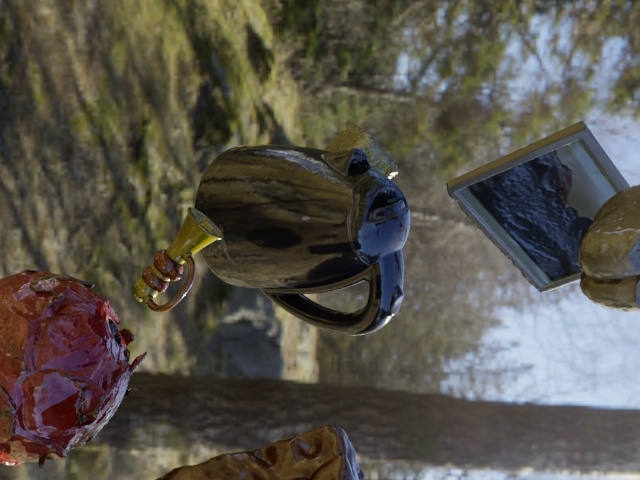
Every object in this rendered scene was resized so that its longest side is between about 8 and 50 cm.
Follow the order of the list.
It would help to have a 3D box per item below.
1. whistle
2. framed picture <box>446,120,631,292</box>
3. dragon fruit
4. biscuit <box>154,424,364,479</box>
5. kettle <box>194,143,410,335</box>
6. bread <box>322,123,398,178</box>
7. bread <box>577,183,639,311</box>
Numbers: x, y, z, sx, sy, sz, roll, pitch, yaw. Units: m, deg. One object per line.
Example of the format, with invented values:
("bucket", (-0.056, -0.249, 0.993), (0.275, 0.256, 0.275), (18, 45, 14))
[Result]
("whistle", (-0.141, 0.027, 1.003), (0.109, 0.057, 0.046), (-52, 167, 8))
("framed picture", (0.306, -0.032, 1.286), (0.265, 0.192, 0.018), (41, 38, -37))
("dragon fruit", (-0.352, 0.152, 1.205), (0.252, 0.241, 0.241), (-45, 174, -7))
("biscuit", (-0.077, 0.422, 1.056), (0.166, 0.343, 0.395), (70, 6, -52))
("kettle", (0.000, 0.000, 1.397), (0.207, 0.290, 0.268), (-25, 112, -46))
("bread", (0.059, -0.145, 1.920), (0.102, 0.138, 0.196), (54, 1, -16))
("bread", (0.393, -0.025, 1.022), (0.101, 0.337, 0.183), (70, -15, -8))
